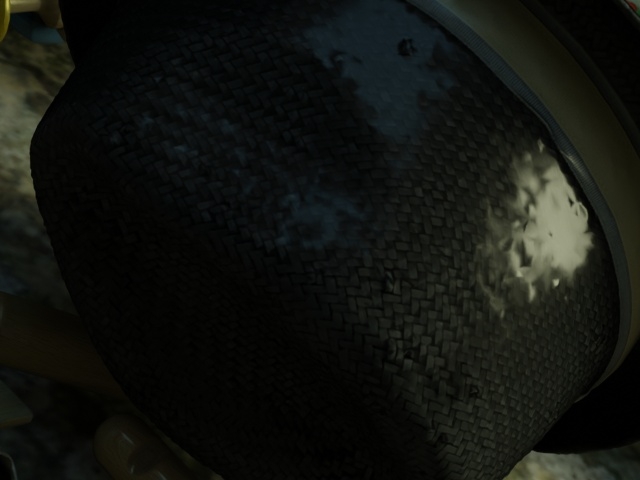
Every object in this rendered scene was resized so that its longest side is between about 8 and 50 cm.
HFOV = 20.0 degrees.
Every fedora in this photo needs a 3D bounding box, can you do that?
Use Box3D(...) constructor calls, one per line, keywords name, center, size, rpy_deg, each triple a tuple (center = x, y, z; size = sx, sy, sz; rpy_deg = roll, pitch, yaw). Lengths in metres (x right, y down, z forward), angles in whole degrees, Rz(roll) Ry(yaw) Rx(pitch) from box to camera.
Box3D(name="fedora", center=(0.000, 0.000, 0.727), size=(0.334, 0.334, 0.152), rpy_deg=(32, 53, 7))

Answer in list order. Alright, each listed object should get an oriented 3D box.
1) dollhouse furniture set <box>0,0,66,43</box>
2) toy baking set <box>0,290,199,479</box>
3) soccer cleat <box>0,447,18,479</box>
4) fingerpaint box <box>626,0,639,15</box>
Box3D(name="dollhouse furniture set", center=(-0.214, -0.284, 0.927), size=(0.198, 0.286, 0.303), rpy_deg=(-5, 40, -29))
Box3D(name="toy baking set", center=(-0.072, 0.104, 0.735), size=(0.256, 0.030, 0.197), rpy_deg=(19, 32, -40))
Box3D(name="soccer cleat", center=(-0.139, 0.089, 0.730), size=(0.029, 0.036, 0.083), rpy_deg=(-9, 50, -37))
Box3D(name="fingerpaint box", center=(0.166, -0.217, 1.041), size=(0.371, 0.163, 0.445), rpy_deg=(26, 14, 1))
